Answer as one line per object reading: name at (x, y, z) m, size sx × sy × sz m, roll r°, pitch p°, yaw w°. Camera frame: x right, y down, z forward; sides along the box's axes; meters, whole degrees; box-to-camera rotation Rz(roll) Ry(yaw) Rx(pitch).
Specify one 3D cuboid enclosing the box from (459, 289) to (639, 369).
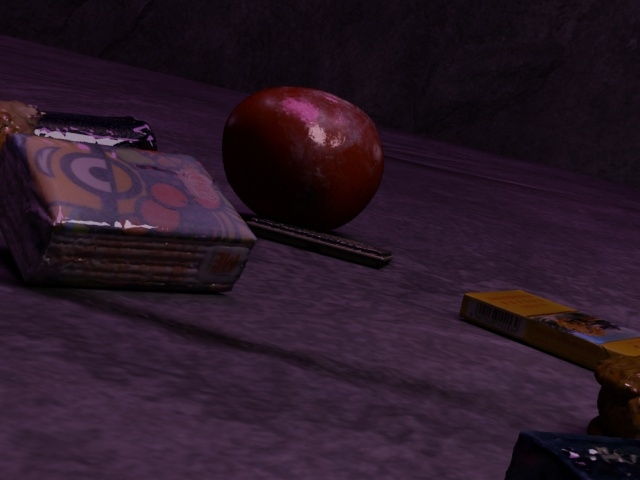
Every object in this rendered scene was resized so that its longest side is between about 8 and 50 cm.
box at (0.189, 0.070, 0.815) m, size 0.155 × 0.023 × 0.087 m, roll 21°, pitch 10°, yaw 38°

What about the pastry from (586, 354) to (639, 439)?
pastry at (0.192, 0.096, 0.583) m, size 0.097 × 0.057 × 0.109 m, roll 8°, pitch 7°, yaw 6°

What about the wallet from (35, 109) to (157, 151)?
wallet at (-0.300, -0.097, 1.053) m, size 0.221 × 0.071 × 0.262 m, roll 1°, pitch 11°, yaw -30°

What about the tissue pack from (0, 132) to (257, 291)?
tissue pack at (-0.131, -0.018, 0.729) m, size 0.148 × 0.060 × 0.108 m, roll 5°, pitch 34°, yaw -37°

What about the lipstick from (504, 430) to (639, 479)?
lipstick at (0.220, 0.122, 0.478) m, size 0.312 × 0.051 × 0.051 m, roll 9°, pitch 9°, yaw -25°

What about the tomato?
tomato at (-0.020, -0.064, 1.030) m, size 0.159 × 0.139 × 0.091 m, roll 25°, pitch 35°, yaw -10°

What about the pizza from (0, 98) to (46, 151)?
pizza at (-0.293, -0.059, 0.811) m, size 0.147 × 0.069 × 0.226 m, roll 4°, pitch 19°, yaw -3°

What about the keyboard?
keyboard at (0.000, 0.000, 0.988) m, size 0.129 × 0.015 × 0.049 m, roll 15°, pitch 10°, yaw 14°
